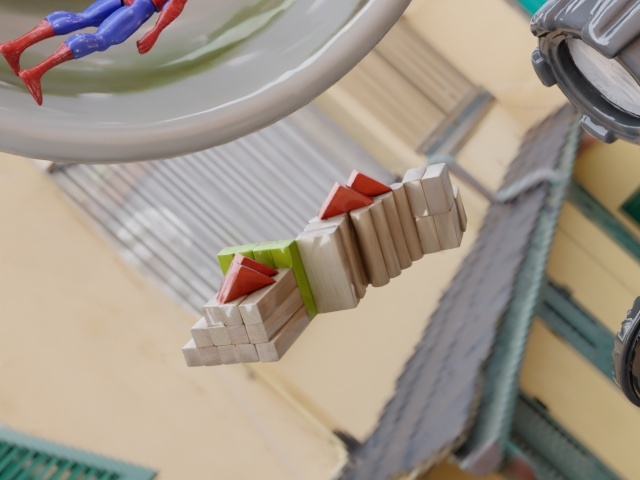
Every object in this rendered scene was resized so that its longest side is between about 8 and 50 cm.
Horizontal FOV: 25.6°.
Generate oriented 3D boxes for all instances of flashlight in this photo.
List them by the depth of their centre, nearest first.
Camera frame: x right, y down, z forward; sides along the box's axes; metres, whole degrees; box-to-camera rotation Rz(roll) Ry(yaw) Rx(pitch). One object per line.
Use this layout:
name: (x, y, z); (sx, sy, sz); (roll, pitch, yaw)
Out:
flashlight: (0.244, -0.179, 0.748); (0.304, 0.103, 0.103); (-46, 2, -11)

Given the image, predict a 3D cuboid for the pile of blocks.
pile of blocks: (0.000, 0.000, 1.430); (0.362, 0.112, 0.149); (-29, 22, -34)

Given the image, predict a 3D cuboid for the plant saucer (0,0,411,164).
plant saucer: (-0.117, -0.237, 0.683); (0.400, 0.400, 0.100); (-48, 19, -14)

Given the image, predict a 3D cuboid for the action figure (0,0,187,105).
action figure: (-0.086, -0.103, 0.628); (0.115, 0.038, 0.030); (-35, -39, -9)

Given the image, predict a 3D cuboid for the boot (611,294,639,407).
boot: (0.443, 0.088, 1.336); (0.348, 0.131, 0.260); (-51, 28, 19)
